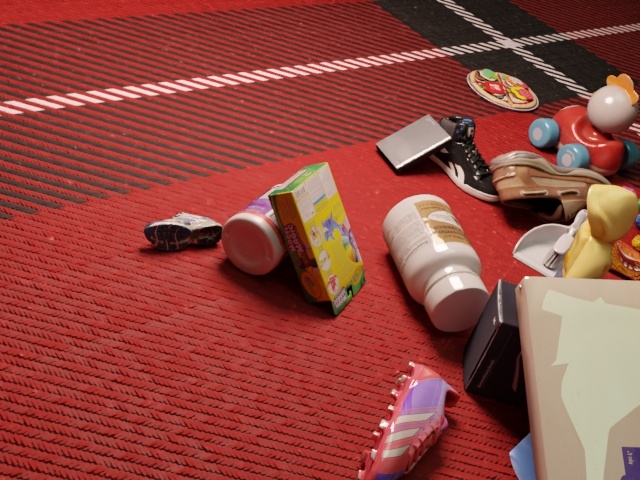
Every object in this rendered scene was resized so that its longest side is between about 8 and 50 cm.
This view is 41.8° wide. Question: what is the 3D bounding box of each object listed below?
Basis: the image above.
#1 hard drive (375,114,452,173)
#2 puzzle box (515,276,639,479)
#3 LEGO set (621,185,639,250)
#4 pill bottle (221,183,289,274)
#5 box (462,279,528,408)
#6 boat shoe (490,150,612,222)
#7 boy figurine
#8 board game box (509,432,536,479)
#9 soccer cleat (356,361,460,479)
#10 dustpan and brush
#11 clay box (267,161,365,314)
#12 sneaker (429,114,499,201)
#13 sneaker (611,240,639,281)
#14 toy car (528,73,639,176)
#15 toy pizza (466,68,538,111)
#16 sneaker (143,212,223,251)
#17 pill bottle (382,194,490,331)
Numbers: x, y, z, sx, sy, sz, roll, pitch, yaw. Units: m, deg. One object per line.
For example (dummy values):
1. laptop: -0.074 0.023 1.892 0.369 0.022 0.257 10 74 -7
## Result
1. hard drive: 0.197 -0.204 1.769 0.135 0.022 0.094 -29 50 -6
2. puzzle box: 0.416 0.247 1.125 0.272 0.052 0.409 3 63 -4
3. LEGO set: 0.679 -0.036 1.771 0.087 0.093 0.227 50 3 -14
4. pill bottle: -0.071 -0.030 1.406 0.108 0.108 0.193 30 37 14
5. box: 0.342 0.173 1.289 0.207 0.153 0.108 18 36 -2
6. boat shoe: 0.487 -0.090 1.752 0.324 0.123 0.116 11 69 -25
7. boy figurine: 0.435 0.032 1.405 0.092 0.285 0.177 26 40 10
8. board game box: 0.343 0.329 1.191 0.168 0.033 0.133 -28 61 -39
9. soccer cleat: 0.125 0.261 1.143 0.095 0.083 0.248 29 34 5
10. dustpan and brush: 0.487 0.000 1.658 0.147 0.060 0.211 32 38 17
11. clay box: 0.000 0.000 1.360 0.053 0.222 0.127 -6 22 33
12. sneaker: 0.314 -0.185 1.770 0.079 0.121 0.217 -19 50 -39
13. sneaker: 0.607 0.038 1.678 0.175 0.064 0.067 39 20 17
14. toy car: 0.658 -0.295 1.970 0.219 0.238 0.210 -6 43 -31
15. toy pizza: 0.484 -0.404 2.208 0.201 0.032 0.201 12 37 -9
16. sneaker: -0.230 -0.017 1.377 0.135 0.052 0.058 1 29 -35
17. pill bottle: 0.198 0.038 1.418 0.131 0.131 0.229 3 39 -21
